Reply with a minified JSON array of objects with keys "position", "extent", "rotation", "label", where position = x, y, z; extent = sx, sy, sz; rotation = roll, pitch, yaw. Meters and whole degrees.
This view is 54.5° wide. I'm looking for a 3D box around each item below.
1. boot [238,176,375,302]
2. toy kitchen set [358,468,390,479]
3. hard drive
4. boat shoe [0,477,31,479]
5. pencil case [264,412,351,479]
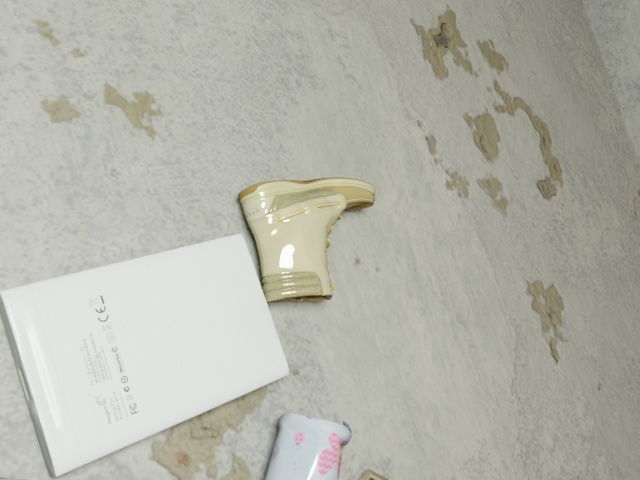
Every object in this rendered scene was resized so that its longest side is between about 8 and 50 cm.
[{"position":[0.000,0.000,1.050],"extent":[0.262,0.095,0.204],"rotation":[-5,77,-37],"label":"boot"},{"position":[0.094,0.431,0.992],"extent":[0.075,0.083,0.068],"rotation":[35,98,-22],"label":"toy kitchen set"},{"position":[-0.226,0.137,0.862],"extent":[0.353,0.047,0.233],"rotation":[-15,84,-39],"label":"hard drive"},{"position":[-0.429,0.235,0.635],"extent":[0.306,0.113,0.105],"rotation":[12,60,-17],"label":"boat shoe"},{"position":[-0.037,0.384,0.878],"extent":[0.124,0.113,0.273],"rotation":[74,28,-55],"label":"pencil case"}]
